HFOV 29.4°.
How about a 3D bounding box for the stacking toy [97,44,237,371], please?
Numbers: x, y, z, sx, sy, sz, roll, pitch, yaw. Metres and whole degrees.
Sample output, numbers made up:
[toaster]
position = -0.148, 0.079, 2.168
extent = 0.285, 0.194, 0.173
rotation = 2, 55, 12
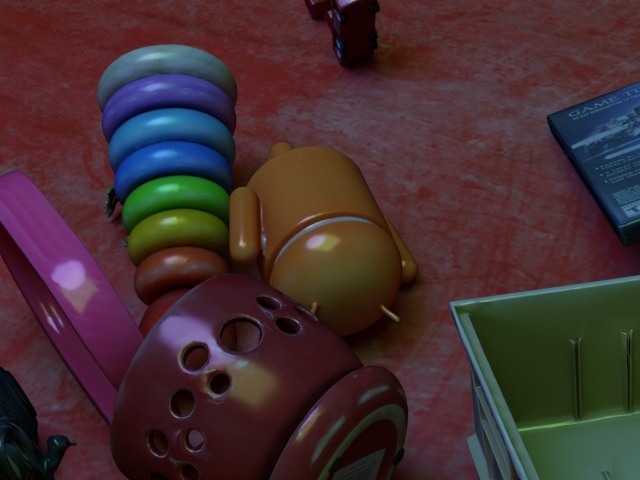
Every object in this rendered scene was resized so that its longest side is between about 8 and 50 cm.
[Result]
[stacking toy]
position = -0.139, -0.018, 1.148
extent = 0.141, 0.141, 0.330
rotation = -9, 60, 5

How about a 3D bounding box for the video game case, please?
[video game case]
position = 0.334, -0.094, 1.129
extent = 0.196, 0.026, 0.274
rotation = -20, 24, 6

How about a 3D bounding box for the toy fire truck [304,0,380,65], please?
[toy fire truck]
position = 0.021, -0.278, 1.395
extent = 0.047, 0.192, 0.135
rotation = -21, 72, -5

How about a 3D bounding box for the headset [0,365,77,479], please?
[headset]
position = -0.333, 0.177, 0.988
extent = 0.394, 0.185, 0.243
rotation = 9, 47, 38

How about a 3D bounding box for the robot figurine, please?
[robot figurine]
position = -0.002, 0.000, 1.123
extent = 0.128, 0.158, 0.219
rotation = -33, 43, 9

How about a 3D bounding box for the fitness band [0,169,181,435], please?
[fitness band]
position = -0.217, 0.057, 1.061
extent = 0.054, 0.209, 0.291
rotation = -33, 46, -17

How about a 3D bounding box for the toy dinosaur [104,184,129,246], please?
[toy dinosaur]
position = -0.164, -0.043, 1.273
extent = 0.112, 0.064, 0.212
rotation = 9, 54, -4

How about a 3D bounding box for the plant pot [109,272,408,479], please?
[plant pot]
position = -0.038, 0.142, 0.944
extent = 0.174, 0.191, 0.191
rotation = 25, 56, 29

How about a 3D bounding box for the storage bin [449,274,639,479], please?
[storage bin]
position = 0.242, 0.133, 0.810
extent = 0.262, 0.123, 0.260
rotation = -8, 24, -2
